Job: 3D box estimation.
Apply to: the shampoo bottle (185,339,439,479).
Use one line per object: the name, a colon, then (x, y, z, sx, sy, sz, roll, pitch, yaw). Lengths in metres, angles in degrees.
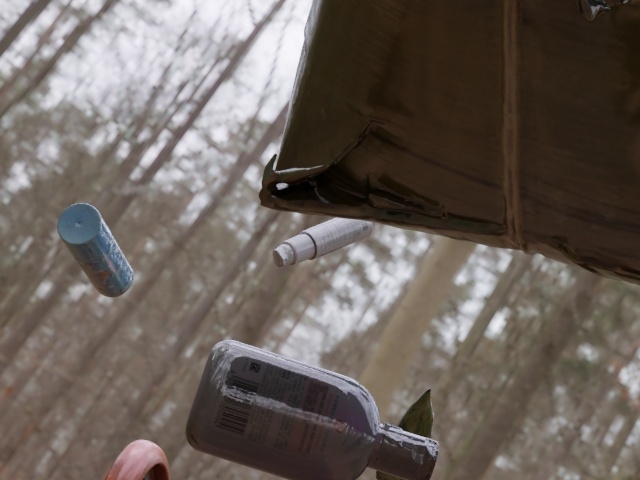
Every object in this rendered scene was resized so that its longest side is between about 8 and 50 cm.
shampoo bottle: (-0.003, 0.124, 0.911, 0.165, 0.080, 0.040, 18, -26, -2)

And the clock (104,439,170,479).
clock: (-0.223, 0.324, 1.531, 0.051, 0.205, 0.205, 14, -24, 12)

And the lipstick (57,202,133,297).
lipstick: (-0.237, 0.013, 1.448, 0.048, 0.048, 0.158, 28, -17, 16)

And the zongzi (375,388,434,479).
zongzi: (0.113, 0.259, 1.775, 0.052, 0.104, 0.113, 26, -38, 16)

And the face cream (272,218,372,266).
face cream: (0.000, 0.000, 1.483, 0.034, 0.130, 0.034, 24, -56, 41)

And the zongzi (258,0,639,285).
zongzi: (0.182, -0.151, 0.694, 0.418, 0.181, 0.447, 20, -46, 6)
